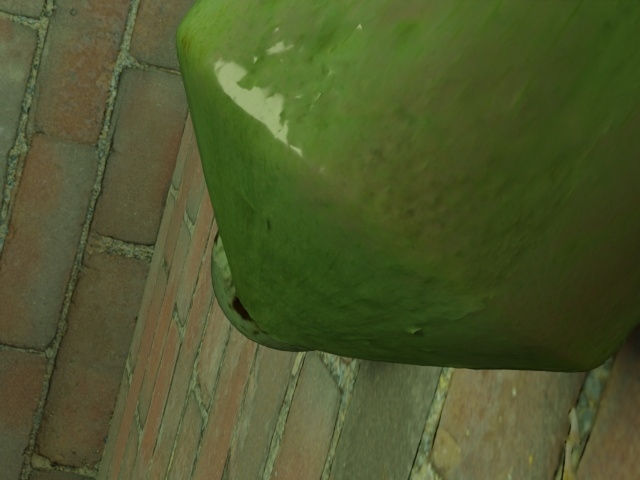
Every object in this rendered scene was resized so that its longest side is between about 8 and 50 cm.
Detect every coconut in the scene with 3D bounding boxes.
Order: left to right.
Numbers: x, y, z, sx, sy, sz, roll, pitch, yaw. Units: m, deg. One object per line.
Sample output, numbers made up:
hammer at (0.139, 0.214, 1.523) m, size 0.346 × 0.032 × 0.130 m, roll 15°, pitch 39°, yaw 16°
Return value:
coconut at (0.068, -0.075, 0.547) m, size 0.329 × 0.281 × 0.328 m, roll -17°, pitch 60°, yaw 31°

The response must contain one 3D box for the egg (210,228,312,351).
egg at (0.000, 0.000, 0.928) m, size 0.231 × 0.169 × 0.169 m, roll -50°, pitch 26°, yaw 21°
